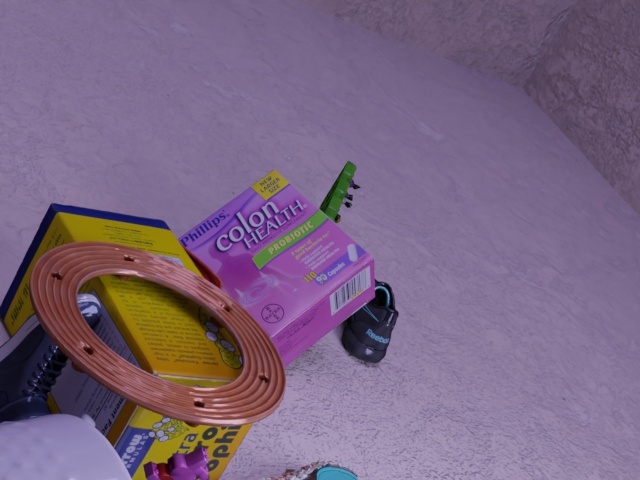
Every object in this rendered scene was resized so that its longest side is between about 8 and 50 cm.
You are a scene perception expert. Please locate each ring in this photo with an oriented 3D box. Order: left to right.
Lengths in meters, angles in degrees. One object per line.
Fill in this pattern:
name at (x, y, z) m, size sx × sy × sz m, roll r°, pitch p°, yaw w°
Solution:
ring at (-0.195, 0.113, 1.709) m, size 0.337 × 0.032 × 0.336 m, roll 25°, pitch 23°, yaw -11°

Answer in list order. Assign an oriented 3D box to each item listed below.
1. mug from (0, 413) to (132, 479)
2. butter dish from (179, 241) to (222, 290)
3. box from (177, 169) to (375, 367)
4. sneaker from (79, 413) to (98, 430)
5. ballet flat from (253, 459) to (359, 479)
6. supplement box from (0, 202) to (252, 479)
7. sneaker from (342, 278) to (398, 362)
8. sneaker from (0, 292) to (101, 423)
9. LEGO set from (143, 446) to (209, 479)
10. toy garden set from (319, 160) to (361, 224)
mug at (-0.341, 0.361, 1.263) m, size 0.328 × 0.276 × 0.374 m, roll -7°, pitch 71°, yaw -39°
butter dish at (-0.241, 0.082, 2.112) m, size 0.160 × 0.159 × 0.118 m, roll 40°, pitch 48°, yaw 21°
box at (-0.071, 0.046, 2.253) m, size 0.214 × 0.117 × 0.243 m, roll -37°, pitch 60°, yaw -20°
sneaker at (-0.236, 0.283, 1.558) m, size 0.147 × 0.104 × 0.296 m, roll 37°, pitch -22°, yaw 2°
ballet flat at (-0.039, 0.332, 1.892) m, size 0.077 × 0.091 × 0.241 m, roll 18°, pitch 9°, yaw 34°
supplement box at (-0.249, 0.139, 1.880) m, size 0.195 × 0.194 × 0.356 m, roll 9°, pitch 31°, yaw -41°
sneaker at (0.086, 0.106, 2.480) m, size 0.101 × 0.106 × 0.267 m, roll 20°, pitch 23°, yaw -21°
sneaker at (-0.327, 0.180, 1.710) m, size 0.163 × 0.226 × 0.086 m, roll 46°, pitch -8°, yaw 33°
LEGO set at (-0.104, 0.328, 1.671) m, size 0.227 × 0.093 × 0.087 m, roll 53°, pitch 12°, yaw -45°
toy garden set at (0.000, 0.000, 2.497) m, size 0.049 × 0.203 × 0.244 m, roll 29°, pitch 32°, yaw -4°
